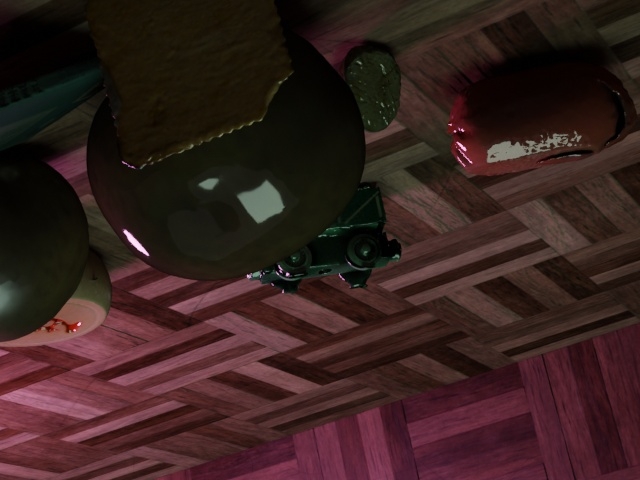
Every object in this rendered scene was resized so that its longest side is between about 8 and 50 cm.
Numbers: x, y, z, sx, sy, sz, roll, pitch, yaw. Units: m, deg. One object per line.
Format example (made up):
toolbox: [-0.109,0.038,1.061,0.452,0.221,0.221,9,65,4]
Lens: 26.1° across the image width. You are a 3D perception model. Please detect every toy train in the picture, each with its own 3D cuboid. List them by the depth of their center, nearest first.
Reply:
toy train: [0.000,0.000,2.310,0.269,0.154,0.115,-7,159,-9]

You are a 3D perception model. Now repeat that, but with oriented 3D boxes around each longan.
longan: [-0.125,-0.117,1.757,0.360,0.361,0.361,-10,158,-4]
longan: [-0.479,-0.001,1.970,0.300,0.300,0.243,7,-168,-39]

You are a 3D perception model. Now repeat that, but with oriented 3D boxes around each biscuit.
biscuit: [-0.152,-0.222,1.589,0.236,0.232,0.013,-19,168,19]

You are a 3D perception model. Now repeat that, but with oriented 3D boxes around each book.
book: [-0.416,-0.134,1.699,0.264,0.031,0.379,-29,-178,35]

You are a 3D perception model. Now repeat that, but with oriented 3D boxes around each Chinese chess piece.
Chinese chess piece: [-0.490,0.096,2.365,0.273,0.102,0.273,-11,158,-4]

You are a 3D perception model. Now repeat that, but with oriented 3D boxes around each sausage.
sausage: [0.324,-0.181,2.039,0.279,0.152,0.152,-11,158,-3]

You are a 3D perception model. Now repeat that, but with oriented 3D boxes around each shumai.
shumai: [0.053,-0.216,1.924,0.099,0.124,0.087,-20,-154,-33]
